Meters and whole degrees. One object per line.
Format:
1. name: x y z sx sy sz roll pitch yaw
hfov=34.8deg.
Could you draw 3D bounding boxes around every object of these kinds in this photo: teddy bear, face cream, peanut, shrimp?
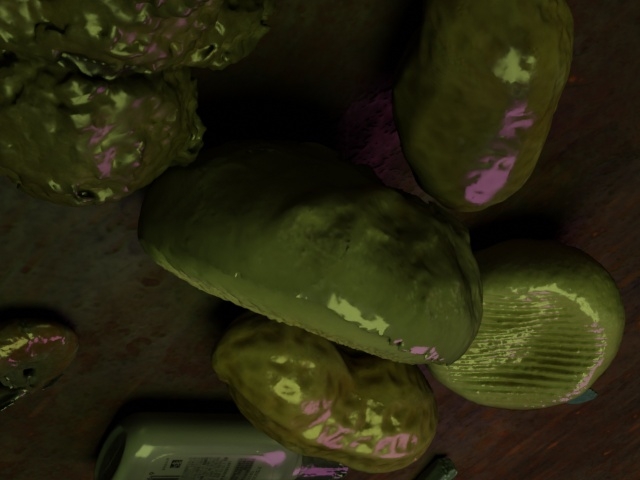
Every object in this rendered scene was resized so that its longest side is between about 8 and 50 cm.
1. teddy bear: -0.135 -0.133 0.625 0.267 0.156 0.256 3 137 -30
2. face cream: -0.100 0.246 1.153 0.291 0.071 0.144 6 136 -29
3. peanut: 0.120 -0.123 0.774 0.129 0.129 0.224 -7 137 -18
4. shrimp: -0.323 0.138 0.951 0.223 0.047 0.126 -30 151 9
5. peanut: 0.010 0.153 1.054 0.305 0.147 0.147 24 124 -36

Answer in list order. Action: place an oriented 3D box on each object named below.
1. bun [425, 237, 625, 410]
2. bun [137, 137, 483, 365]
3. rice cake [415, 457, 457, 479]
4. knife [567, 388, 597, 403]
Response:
1. bun: 0.207 0.077 1.062 0.222 0.127 0.222 8 133 9
2. bun: 0.000 0.000 0.801 0.287 0.287 0.146 22 85 -41
3. rice cake: 0.137 0.364 1.426 0.030 0.042 0.180 2 137 -30
4. knife: 0.261 0.174 1.281 0.313 0.019 0.044 21 123 -43
